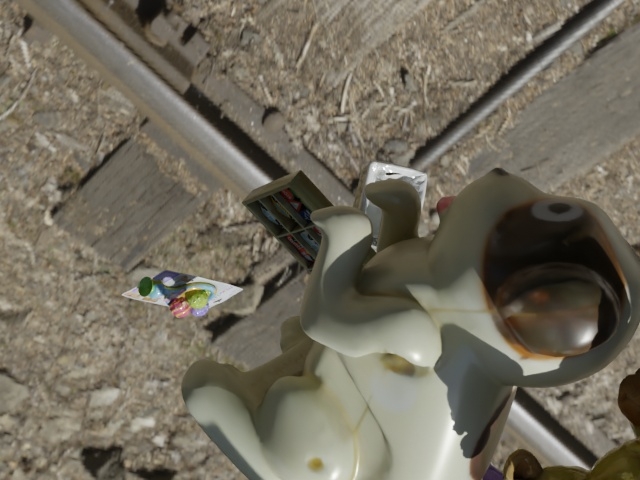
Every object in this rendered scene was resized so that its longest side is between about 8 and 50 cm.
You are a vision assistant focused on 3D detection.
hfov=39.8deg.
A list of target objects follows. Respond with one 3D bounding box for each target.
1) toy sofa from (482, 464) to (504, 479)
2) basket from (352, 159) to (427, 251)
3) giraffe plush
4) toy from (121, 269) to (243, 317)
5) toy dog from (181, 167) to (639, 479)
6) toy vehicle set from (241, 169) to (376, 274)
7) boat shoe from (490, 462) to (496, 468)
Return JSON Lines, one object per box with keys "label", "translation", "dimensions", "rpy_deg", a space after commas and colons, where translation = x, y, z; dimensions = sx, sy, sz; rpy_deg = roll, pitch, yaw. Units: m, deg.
{"label": "toy sofa", "translation": [0.262, 0.379, 1.206], "dimensions": [0.363, 0.150, 0.177], "rpy_deg": [32, 130, 30]}
{"label": "basket", "translation": [0.118, -0.055, 1.635], "dimensions": [0.113, 0.103, 0.167], "rpy_deg": [12, 88, -10]}
{"label": "giraffe plush", "translation": [0.248, 0.214, 0.738], "dimensions": [0.171, 0.181, 0.210], "rpy_deg": [-21, 166, -4]}
{"label": "toy", "translation": [-0.289, 0.128, 1.887], "dimensions": [0.137, 0.056, 0.237], "rpy_deg": [-28, 149, 28]}
{"label": "toy dog", "translation": [0.121, 0.110, 0.870], "dimensions": [0.408, 0.285, 0.395], "rpy_deg": [-46, 68, 27]}
{"label": "toy vehicle set", "translation": [0.000, 0.000, 1.546], "dimensions": [0.267, 0.035, 0.166], "rpy_deg": [47, 150, -16]}
{"label": "boat shoe", "translation": [0.277, 0.432, 1.770], "dimensions": [0.083, 0.076, 0.226], "rpy_deg": [-43, 83, 18]}
